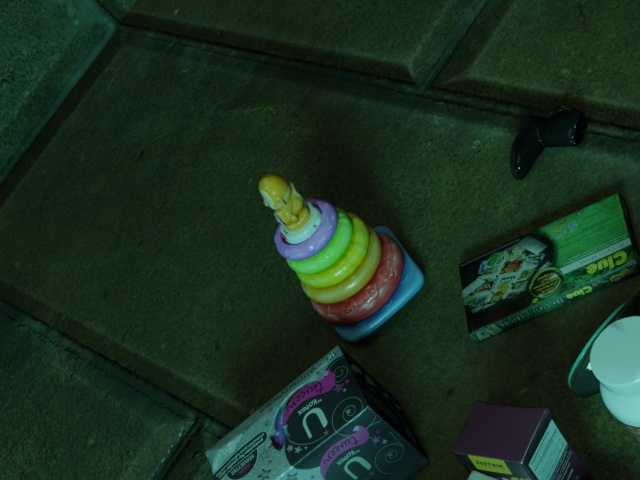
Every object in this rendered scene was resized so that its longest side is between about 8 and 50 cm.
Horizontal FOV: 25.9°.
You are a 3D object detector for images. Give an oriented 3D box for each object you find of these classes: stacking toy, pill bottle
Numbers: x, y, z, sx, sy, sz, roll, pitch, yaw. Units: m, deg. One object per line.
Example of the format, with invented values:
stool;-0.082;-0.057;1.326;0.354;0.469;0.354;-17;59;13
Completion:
stacking toy;0.000;0.000;2.053;0.166;0.302;0.175;-40;40;6
pill bottle;0.400;0.181;1.611;0.121;0.216;0.121;-24;44;25

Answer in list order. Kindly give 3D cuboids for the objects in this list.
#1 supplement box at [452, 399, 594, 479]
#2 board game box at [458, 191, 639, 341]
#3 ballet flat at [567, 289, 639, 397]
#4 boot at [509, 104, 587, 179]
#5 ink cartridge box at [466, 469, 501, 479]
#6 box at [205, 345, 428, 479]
supplement box;0.253;0.282;1.670;0.104;0.188;0.081;2;49;42
board game box;0.319;0.038;1.957;0.259;0.030;0.136;-25;41;23
ballet flat;0.427;0.097;1.764;0.096;0.095;0.280;30;78;38
boot;0.344;-0.147;2.087;0.099;0.045;0.121;-2;55;36
ink cartridge box;0.204;0.425;1.551;0.211;0.121;0.289;16;51;25
box;-0.007;0.297;1.909;0.247;0.163;0.142;-40;38;7
